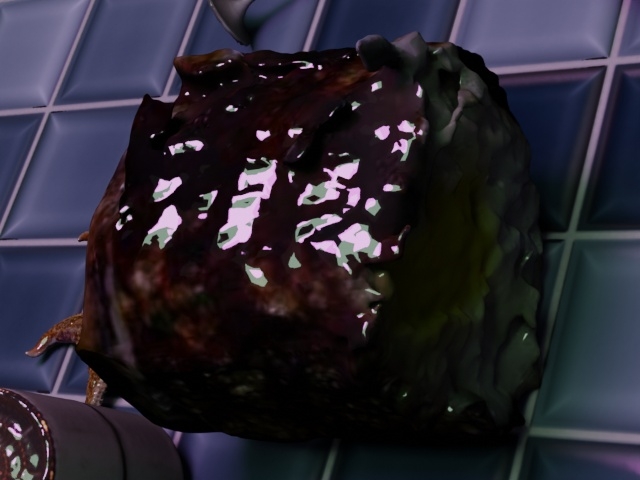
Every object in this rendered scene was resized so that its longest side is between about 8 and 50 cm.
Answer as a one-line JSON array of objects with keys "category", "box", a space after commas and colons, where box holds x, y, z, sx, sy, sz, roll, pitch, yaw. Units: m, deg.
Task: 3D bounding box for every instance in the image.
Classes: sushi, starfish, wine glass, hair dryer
[{"category": "sushi", "box": [0.003, 0.000, 1.156, 0.294, 0.281, 0.299, -3, 74, 35]}, {"category": "starfish", "box": [-0.191, 0.079, 1.397, 0.213, 0.057, 0.238, -5, 58, 42]}, {"category": "wine glass", "box": [-0.016, -0.275, 1.491, 0.195, 0.079, 0.079, -34, 47, 14]}, {"category": "hair dryer", "box": [-0.146, 0.275, 1.166, 0.128, 0.203, 0.362, -42, 64, 11]}]
